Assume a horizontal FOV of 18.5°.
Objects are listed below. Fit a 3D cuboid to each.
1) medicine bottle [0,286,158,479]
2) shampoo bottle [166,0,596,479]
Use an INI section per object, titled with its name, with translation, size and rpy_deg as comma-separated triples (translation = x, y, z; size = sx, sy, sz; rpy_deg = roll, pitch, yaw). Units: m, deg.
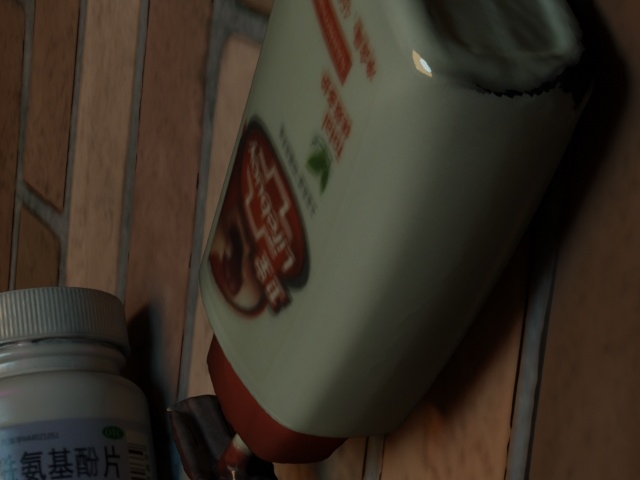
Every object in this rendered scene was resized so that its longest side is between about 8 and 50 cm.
[medicine bottle]
translation = -0.127, 0.123, 0.925
size = 0.103, 0.103, 0.186
rpy_deg = 140, 127, -59
[shampoo bottle]
translation = 0.000, 0.000, 0.680
size = 0.284, 0.071, 0.153
rpy_deg = 115, 148, -40
